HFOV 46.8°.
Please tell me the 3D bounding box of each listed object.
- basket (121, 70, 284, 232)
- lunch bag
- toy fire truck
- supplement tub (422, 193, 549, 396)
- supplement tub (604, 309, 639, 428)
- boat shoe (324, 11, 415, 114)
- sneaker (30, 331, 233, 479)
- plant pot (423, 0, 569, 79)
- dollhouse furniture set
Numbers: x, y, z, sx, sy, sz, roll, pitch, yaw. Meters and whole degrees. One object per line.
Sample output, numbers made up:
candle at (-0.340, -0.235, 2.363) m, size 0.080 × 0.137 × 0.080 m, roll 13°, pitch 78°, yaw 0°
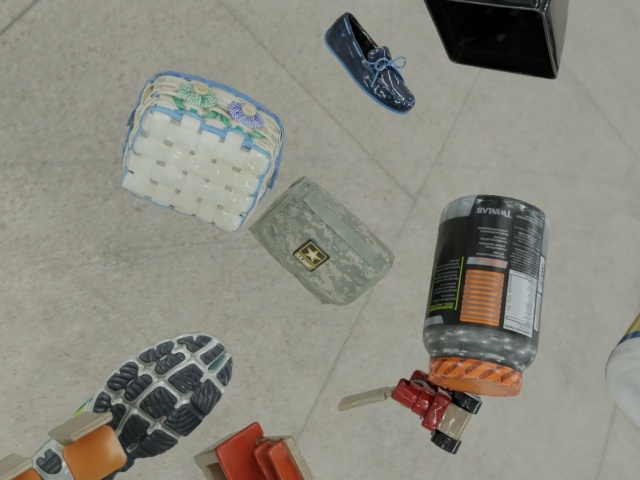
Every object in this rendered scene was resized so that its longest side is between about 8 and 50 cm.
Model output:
basket at (-0.173, -0.143, 1.134) m, size 0.255 × 0.289 × 0.201 m, roll 21°, pitch 105°, yaw -14°
lunch bag at (0.000, 0.000, 1.443) m, size 0.235 × 0.287 × 0.169 m, roll 44°, pitch 78°, yaw -6°
toy fire truck at (0.184, 0.331, 1.527) m, size 0.246 × 0.217 × 0.158 m, roll 28°, pitch 91°, yaw 10°
supplement tub at (0.302, 0.102, 1.359) m, size 0.207 × 0.207 × 0.337 m, roll 24°, pitch 68°, yaw -31°
supplement tub at (0.378, 0.090, 0.698) m, size 0.200 × 0.144 × 0.144 m, roll -44°, pitch 106°, yaw -25°
boat shoe at (0.107, -0.376, 1.558) m, size 0.258 × 0.089 × 0.109 m, roll 45°, pitch 37°, yaw 9°
sneaker at (-0.220, 0.190, 0.816) m, size 0.275 × 0.110 × 0.107 m, roll -37°, pitch 105°, yaw 0°
plant pot at (0.298, -0.385, 1.161) m, size 0.167 × 0.188 × 0.187 m, roll -66°, pitch 151°, yaw -9°
dollhouse furniture set at (-0.141, 0.270, 0.666) m, size 0.259 × 0.135 × 0.262 m, roll -28°, pitch 92°, yaw -33°
